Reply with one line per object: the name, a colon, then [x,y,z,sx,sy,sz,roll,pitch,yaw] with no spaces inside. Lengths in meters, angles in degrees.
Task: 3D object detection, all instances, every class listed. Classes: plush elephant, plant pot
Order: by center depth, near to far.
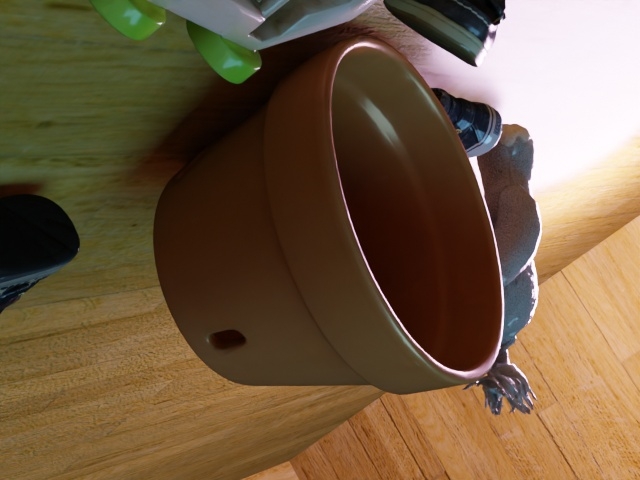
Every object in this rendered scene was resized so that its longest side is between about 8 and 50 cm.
plant pot: [0.000,0.000,0.924,0.203,0.291,0.291,-19,171,28]
plush elephant: [0.109,0.039,1.251,0.255,0.330,0.272,14,145,-42]

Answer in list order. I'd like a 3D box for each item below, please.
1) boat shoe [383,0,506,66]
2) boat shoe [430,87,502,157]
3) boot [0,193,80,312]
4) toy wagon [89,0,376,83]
boat shoe: [0.097,-0.178,0.793,0.073,0.080,0.223,-55,-175,14]
boat shoe: [0.093,-0.104,1.126,0.083,0.065,0.183,20,151,-32]
boot: [-0.312,0.048,0.812,0.236,0.085,0.178,-13,159,-48]
toy wagon: [-0.011,-0.209,0.594,0.267,0.068,0.344,-36,163,18]
